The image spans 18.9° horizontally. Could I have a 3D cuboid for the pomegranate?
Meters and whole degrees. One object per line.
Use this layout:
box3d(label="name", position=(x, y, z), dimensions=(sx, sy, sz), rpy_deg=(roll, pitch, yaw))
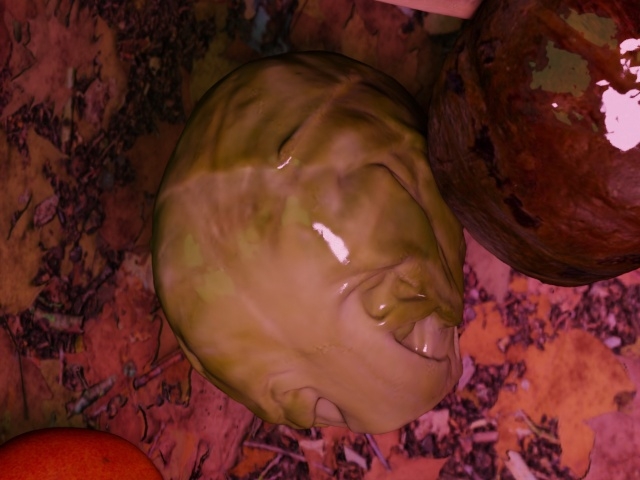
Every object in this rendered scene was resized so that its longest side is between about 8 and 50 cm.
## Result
box3d(label="pomegranate", position=(-0.233, 0.296, 1.804), dimensions=(0.221, 0.221, 0.257), rpy_deg=(-51, 61, 26))

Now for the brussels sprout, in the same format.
box3d(label="brussels sprout", position=(0.000, 0.000, 1.567), dimensions=(0.247, 0.328, 0.328), rpy_deg=(-4, 85, 42))

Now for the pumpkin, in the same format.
box3d(label="pumpkin", position=(0.169, -0.084, 1.433), dimensions=(0.148, 0.169, 0.312), rpy_deg=(-111, 7, -72))

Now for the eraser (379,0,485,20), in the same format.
box3d(label="eraser", position=(0.084, -0.240, 1.490), dimensions=(0.144, 0.343, 0.078), rpy_deg=(50, 119, 32))
